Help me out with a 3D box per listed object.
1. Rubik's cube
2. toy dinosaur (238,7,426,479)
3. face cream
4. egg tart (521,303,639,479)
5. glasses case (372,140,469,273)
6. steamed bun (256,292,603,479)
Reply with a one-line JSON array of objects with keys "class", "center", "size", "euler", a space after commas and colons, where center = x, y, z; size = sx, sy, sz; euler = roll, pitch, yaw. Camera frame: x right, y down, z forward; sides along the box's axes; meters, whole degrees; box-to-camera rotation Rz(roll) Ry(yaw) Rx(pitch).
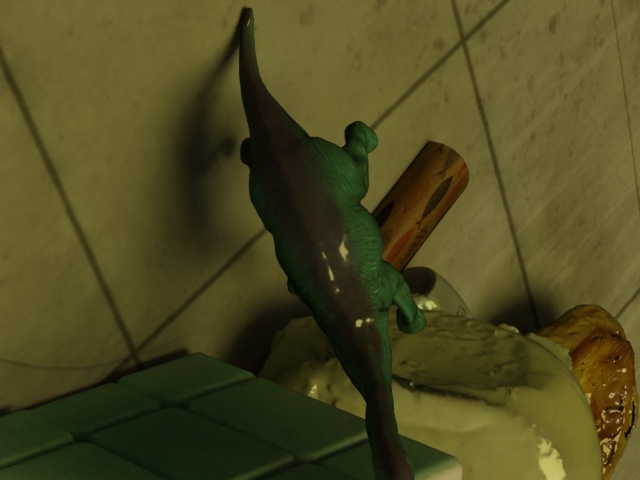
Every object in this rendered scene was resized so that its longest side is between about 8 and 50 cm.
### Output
[{"class": "Rubik's cube", "center": [-0.108, 0.309, 1.428], "size": [0.316, 0.322, 0.319], "euler": [-18, 118, -47]}, {"class": "toy dinosaur", "center": [0.000, 0.000, 1.407], "size": [0.331, 0.129, 0.383], "euler": [-73, 139, -80]}, {"class": "face cream", "center": [0.105, 0.081, 1.776], "size": [0.091, 0.091, 0.095], "euler": [-48, 128, -28]}, {"class": "egg tart", "center": [0.249, 0.205, 1.973], "size": [0.290, 0.115, 0.290], "euler": [-24, 123, -44]}, {"class": "glasses case", "center": [0.088, -0.016, 1.758], "size": [0.170, 0.041, 0.065], "euler": [-52, 137, -25]}, {"class": "steamed bun", "center": [0.096, 0.215, 1.661], "size": [0.233, 0.334, 0.312], "euler": [-42, 152, -63]}]
